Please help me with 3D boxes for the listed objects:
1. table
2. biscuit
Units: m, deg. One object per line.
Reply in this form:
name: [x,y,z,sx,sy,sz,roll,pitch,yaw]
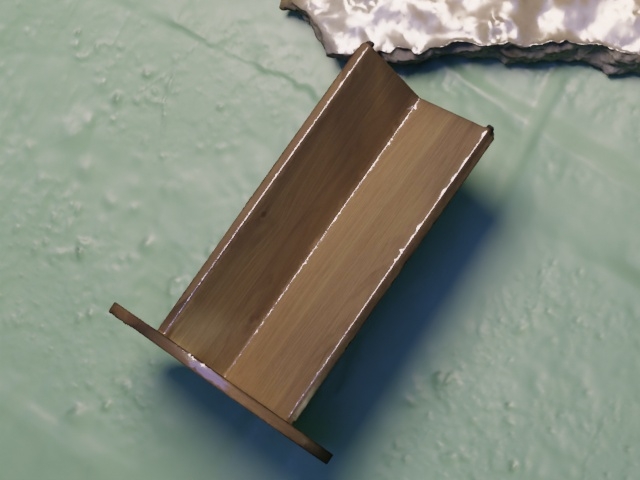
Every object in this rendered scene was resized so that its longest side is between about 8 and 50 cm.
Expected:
table: [0.000,0.000,1.169,0.167,0.167,0.227,34,85,11]
biscuit: [0.116,-0.181,1.214,0.290,0.038,0.141,3,86,10]
